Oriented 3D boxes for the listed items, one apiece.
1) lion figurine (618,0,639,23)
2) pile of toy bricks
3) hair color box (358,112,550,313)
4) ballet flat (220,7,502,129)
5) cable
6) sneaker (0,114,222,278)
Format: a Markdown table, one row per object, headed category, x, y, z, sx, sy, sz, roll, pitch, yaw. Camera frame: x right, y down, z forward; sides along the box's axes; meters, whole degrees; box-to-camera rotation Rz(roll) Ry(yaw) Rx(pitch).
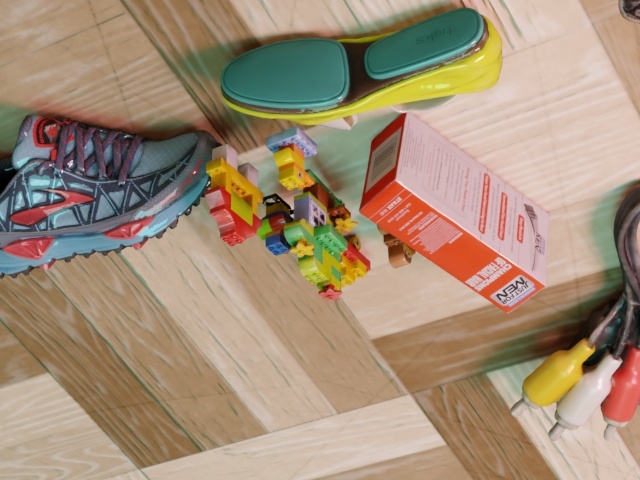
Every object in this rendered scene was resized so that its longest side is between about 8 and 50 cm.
| category | x | y | z | sx | sy | sz | roll | pitch | yaw |
| --- | --- | --- | --- | --- | --- | --- | --- | --- | --- |
| lion figurine | 0.381 | -0.196 | 1.039 | 0.392 | 0.240 | 0.142 | 7 | 93 | 25 |
| pile of toy bricks | 0.000 | 0.000 | 1.278 | 0.118 | 0.105 | 0.212 | -19 | 144 | 27 |
| hair color box | 0.115 | -0.023 | 1.276 | 0.167 | 0.093 | 0.053 | 33 | 130 | -19 |
| ballet flat | 0.036 | -0.125 | 1.214 | 0.230 | 0.077 | 0.077 | -11 | 146 | 16 |
| cable | 0.283 | 0.078 | 1.355 | 0.139 | 0.072 | 0.287 | 13 | 133 | -10 |
| sneaker | -0.211 | -0.052 | 1.300 | 0.261 | 0.104 | 0.125 | -17 | 121 | 18 |
